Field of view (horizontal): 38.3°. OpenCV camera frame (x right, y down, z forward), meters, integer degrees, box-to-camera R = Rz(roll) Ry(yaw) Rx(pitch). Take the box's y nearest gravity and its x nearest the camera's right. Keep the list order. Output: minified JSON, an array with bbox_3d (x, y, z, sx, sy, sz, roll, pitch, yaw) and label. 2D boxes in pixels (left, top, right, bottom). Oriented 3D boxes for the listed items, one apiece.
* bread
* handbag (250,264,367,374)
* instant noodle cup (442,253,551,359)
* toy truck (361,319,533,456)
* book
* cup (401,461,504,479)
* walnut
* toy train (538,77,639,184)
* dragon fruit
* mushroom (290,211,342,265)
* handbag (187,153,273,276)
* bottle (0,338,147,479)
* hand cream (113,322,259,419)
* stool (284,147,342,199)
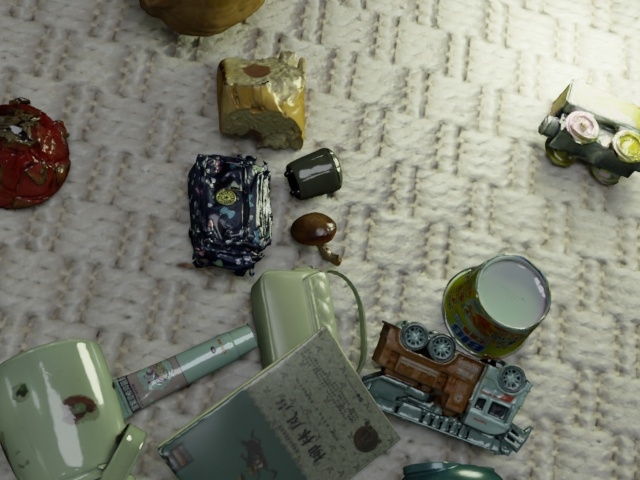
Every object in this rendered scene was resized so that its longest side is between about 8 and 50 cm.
[{"bbox_3d":[-0.119,-0.319,1.880,0.184,0.211,0.224,-3,74,-6],"label":"bread"},{"bbox_3d":[-0.013,0.171,1.785,0.219,0.079,0.256,-1,69,-21],"label":"handbag"},{"bbox_3d":[0.363,0.124,1.846,0.205,0.153,0.205,5,68,-12],"label":"instant noodle cup"},{"bbox_3d":[0.252,0.285,1.768,0.338,0.133,0.184,24,87,-2],"label":"toy truck"},{"bbox_3d":[-0.069,0.365,1.661,0.379,0.031,0.264,-35,96,-17],"label":"book"},{"bbox_3d":[0.260,0.538,1.636,0.290,0.219,0.257,17,61,-39],"label":"cup"},{"bbox_3d":[-0.249,-0.586,1.922,0.306,0.306,0.344,38,59,4],"label":"walnut"},{"bbox_3d":[0.624,-0.242,2.062,0.261,0.134,0.177,23,65,-4],"label":"toy train"},{"bbox_3d":[-0.586,-0.186,1.753,0.218,0.148,0.224,39,65,5],"label":"dragon fruit"},{"bbox_3d":[0.004,-0.008,1.860,0.129,0.073,0.088,43,40,5],"label":"mushroom"},{"bbox_3d":[-0.177,-0.061,1.819,0.162,0.113,0.260,7,60,-17],"label":"handbag"},{"bbox_3d":[-0.403,0.356,1.533,0.229,0.229,0.351,-20,69,-19],"label":"bottle"},{"bbox_3d":[-0.273,0.248,1.704,0.331,0.058,0.085,-25,81,-10],"label":"hand cream"},{"bbox_3d":[-0.014,-0.135,1.896,0.110,0.096,0.096,-20,74,-16],"label":"stool"}]
